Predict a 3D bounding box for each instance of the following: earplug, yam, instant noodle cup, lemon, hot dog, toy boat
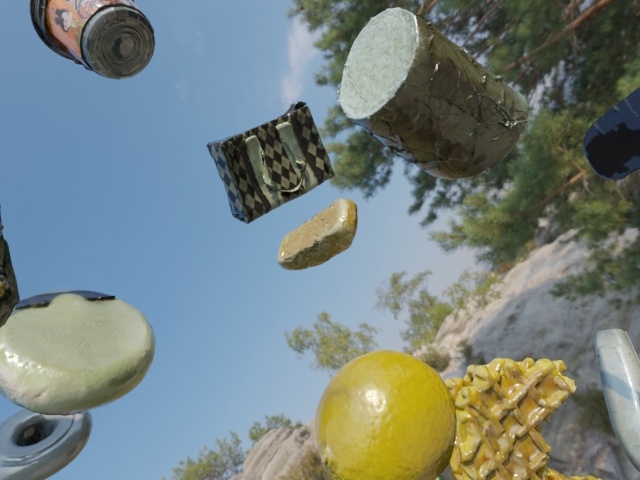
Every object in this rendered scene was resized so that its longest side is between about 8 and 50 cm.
[{"bbox_3d":[-0.646,0.494,0.890,0.325,0.214,0.175,-53,-40,-26],"label":"earplug"},{"bbox_3d":[0.220,-0.275,0.827,0.349,0.241,0.240,18,-83,-35],"label":"yam"},{"bbox_3d":[-0.367,-0.357,0.704,0.178,0.125,0.208,-38,-19,-24],"label":"instant noodle cup"},{"bbox_3d":[0.081,0.237,0.541,0.203,0.178,0.178,-10,-55,-36],"label":"lemon"},{"bbox_3d":[0.000,0.000,0.820,0.243,0.073,0.084,-32,36,48],"label":"hot dog"},{"bbox_3d":[0.573,0.293,0.770,0.085,0.078,0.260,35,-134,-28],"label":"toy boat"}]

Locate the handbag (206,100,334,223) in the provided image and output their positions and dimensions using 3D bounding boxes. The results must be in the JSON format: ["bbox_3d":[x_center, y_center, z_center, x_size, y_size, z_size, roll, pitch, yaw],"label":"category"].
[{"bbox_3d":[-0.170,-0.292,1.492,0.416,0.180,0.316,-31,-62,-28],"label":"handbag"}]

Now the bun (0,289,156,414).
[{"bbox_3d":[-0.481,0.235,0.807,0.293,0.293,0.187,-24,-38,-59],"label":"bun"}]

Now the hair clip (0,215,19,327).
[{"bbox_3d":[-0.412,-0.055,0.441,0.139,0.321,0.091,-2,-27,-48],"label":"hair clip"}]

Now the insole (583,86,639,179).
[{"bbox_3d":[0.406,-0.161,0.428,0.009,0.118,0.348,-16,-14,-11],"label":"insole"}]

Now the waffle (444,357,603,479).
[{"bbox_3d":[0.364,0.379,0.747,0.151,0.262,0.323,59,-164,-74],"label":"waffle"}]

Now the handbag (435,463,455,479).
[{"bbox_3d":[0.194,0.505,0.900,0.263,0.241,0.222,42,-144,-39],"label":"handbag"}]
